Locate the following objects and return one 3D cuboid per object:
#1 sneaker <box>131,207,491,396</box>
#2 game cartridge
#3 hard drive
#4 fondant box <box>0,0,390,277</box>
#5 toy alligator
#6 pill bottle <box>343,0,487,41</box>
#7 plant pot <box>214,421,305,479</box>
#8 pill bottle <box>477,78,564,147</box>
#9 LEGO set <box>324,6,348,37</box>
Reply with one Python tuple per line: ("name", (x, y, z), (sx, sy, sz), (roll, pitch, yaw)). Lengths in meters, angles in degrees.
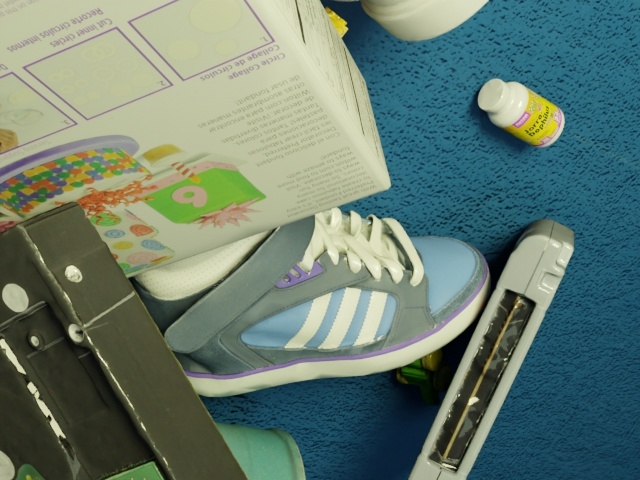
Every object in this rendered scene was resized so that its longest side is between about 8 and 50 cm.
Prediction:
("sneaker", (-0.001, 0.000, 0.704), (0.323, 0.130, 0.236), (-14, 131, -9))
("game cartridge", (0.173, 0.119, 0.836), (0.294, 0.060, 0.196), (-68, 163, 12))
("hard drive", (-0.159, 0.172, 0.532), (0.237, 0.064, 0.338), (-28, 95, 27))
("fondant box", (-0.124, -0.094, 0.459), (0.238, 0.096, 0.330), (-18, 152, 14))
("toy alligator", (0.100, 0.108, 0.880), (0.051, 0.056, 0.189), (-61, 139, -31))
("pill bottle", (0.006, -0.251, 0.525), (0.265, 0.153, 0.153), (31, 105, -38))
("plant pot", (-0.183, 0.275, 0.735), (0.255, 0.271, 0.271), (18, 113, -18))
("pill bottle", (0.185, -0.119, 0.768), (0.083, 0.043, 0.043), (20, 111, -34))
("LEGO set", (-0.042, -0.150, 0.613), (0.227, 0.087, 0.093), (30, 106, -38))
